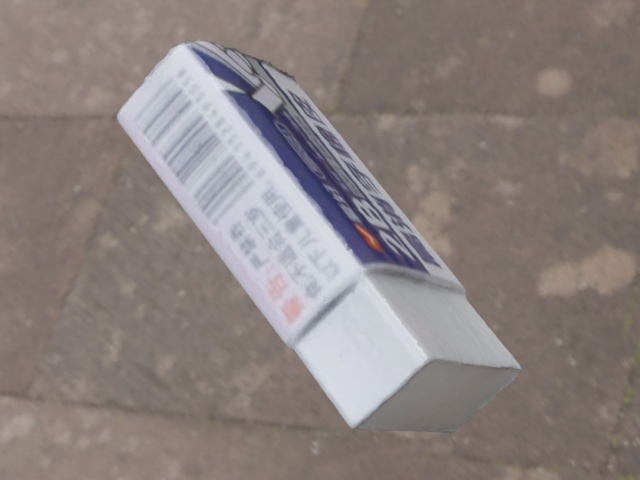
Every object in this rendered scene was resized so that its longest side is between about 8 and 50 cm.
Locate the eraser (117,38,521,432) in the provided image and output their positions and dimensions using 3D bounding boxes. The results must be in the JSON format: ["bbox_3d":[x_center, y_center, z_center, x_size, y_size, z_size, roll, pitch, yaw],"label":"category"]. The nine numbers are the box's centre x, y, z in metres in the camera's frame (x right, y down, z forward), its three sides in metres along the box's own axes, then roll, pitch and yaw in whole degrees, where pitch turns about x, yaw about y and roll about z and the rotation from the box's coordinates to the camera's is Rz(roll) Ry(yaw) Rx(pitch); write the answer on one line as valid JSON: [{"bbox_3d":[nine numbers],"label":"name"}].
[{"bbox_3d":[0.000,0.000,0.798,0.068,0.124,0.210,-44,66,15],"label":"eraser"}]
